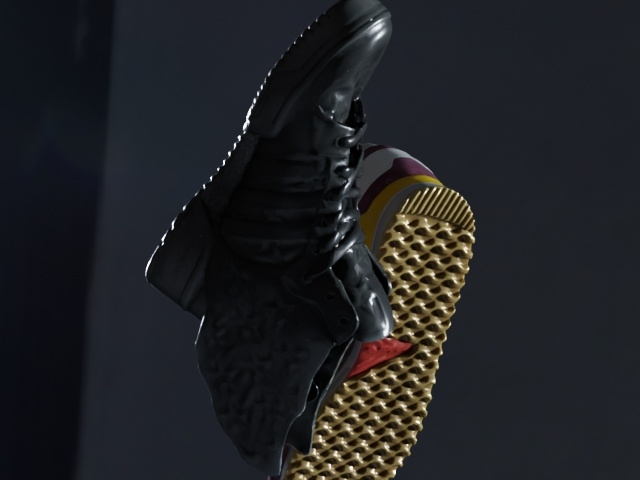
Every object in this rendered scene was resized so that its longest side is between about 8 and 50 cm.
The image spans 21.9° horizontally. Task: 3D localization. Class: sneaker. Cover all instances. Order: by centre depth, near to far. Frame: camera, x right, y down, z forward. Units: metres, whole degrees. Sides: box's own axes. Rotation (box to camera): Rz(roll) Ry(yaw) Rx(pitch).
[{"bbox_3d":[-0.001,0.001,0.590,0.089,0.170,0.051,41,29,8],"label":"sneaker"},{"bbox_3d":[0.014,0.044,0.804,0.069,0.185,0.084,11,19,-33],"label":"sneaker"}]
